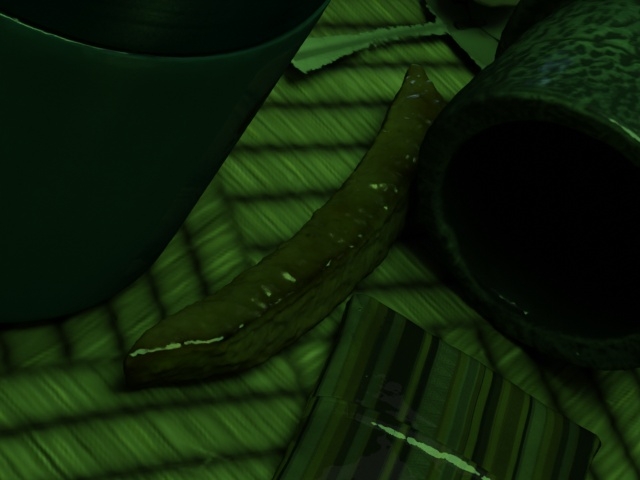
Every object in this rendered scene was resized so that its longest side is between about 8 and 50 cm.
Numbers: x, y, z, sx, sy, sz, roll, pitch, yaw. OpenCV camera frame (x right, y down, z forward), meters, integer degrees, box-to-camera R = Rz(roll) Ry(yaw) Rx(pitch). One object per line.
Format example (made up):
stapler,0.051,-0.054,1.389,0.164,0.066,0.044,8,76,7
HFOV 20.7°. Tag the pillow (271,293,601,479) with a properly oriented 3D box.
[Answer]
pillow,0.082,0.154,1.178,0.212,0.052,0.208,32,42,-6

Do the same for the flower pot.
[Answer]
flower pot,0.247,-0.088,1.294,0.299,0.299,0.283,42,50,5

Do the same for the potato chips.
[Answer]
potato chips,0.000,0.000,1.249,0.080,0.057,0.407,31,45,13

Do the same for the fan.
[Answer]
fan,0.122,-0.184,1.496,0.415,0.012,0.233,-13,60,-39

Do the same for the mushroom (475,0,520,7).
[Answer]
mushroom,0.197,-0.318,1.565,0.128,0.128,0.350,35,39,-1

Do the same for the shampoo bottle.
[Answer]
shampoo bottle,-0.178,-0.167,1.079,0.331,0.342,0.331,16,48,-19
